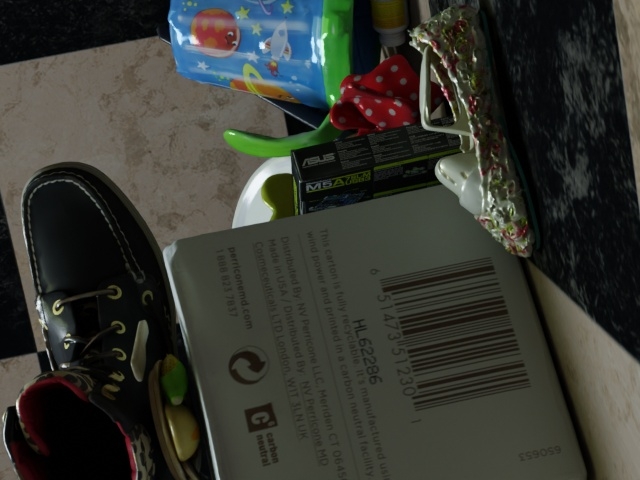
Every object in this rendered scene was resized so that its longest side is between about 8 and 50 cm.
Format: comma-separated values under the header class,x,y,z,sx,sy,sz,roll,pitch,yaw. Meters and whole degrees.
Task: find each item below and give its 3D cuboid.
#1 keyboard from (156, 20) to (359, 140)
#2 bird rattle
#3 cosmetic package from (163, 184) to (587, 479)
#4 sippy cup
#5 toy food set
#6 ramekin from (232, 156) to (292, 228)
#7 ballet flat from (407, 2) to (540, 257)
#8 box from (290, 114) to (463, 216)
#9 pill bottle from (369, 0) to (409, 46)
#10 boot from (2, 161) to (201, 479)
class,x,y,z,sx,sy,sz,roll,pitch,yaw
keyboard,-0.029,-0.218,2.077,0.201,0.317,0.033,-39,-25,-54
bird rattle,0.059,-0.065,1.823,0.207,0.253,0.143,42,-167,-9
cosmetic package,0.049,0.197,1.660,0.393,0.328,0.329,86,170,-60
sippy cup,-0.052,-0.264,1.938,0.305,0.224,0.240,-71,-17,-52
toy food set,-0.127,0.171,1.551,0.132,0.039,0.192,-98,-8,-70
ramekin,0.000,0.000,2.111,0.273,0.127,0.272,-6,82,48
ballet flat,0.133,-0.095,1.495,0.091,0.077,0.241,106,151,-77
box,0.067,-0.050,1.675,0.184,0.191,0.045,86,170,-60
pill bottle,0.078,-0.264,1.888,0.043,0.043,0.083,-109,10,-57
boot,-0.226,0.117,1.626,0.284,0.138,0.377,-58,-45,-80
